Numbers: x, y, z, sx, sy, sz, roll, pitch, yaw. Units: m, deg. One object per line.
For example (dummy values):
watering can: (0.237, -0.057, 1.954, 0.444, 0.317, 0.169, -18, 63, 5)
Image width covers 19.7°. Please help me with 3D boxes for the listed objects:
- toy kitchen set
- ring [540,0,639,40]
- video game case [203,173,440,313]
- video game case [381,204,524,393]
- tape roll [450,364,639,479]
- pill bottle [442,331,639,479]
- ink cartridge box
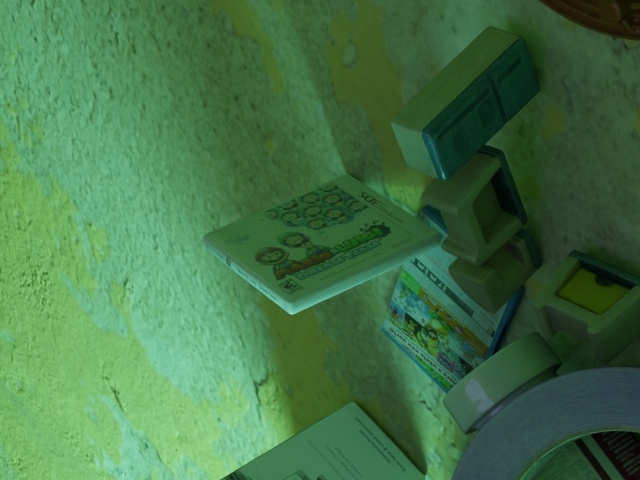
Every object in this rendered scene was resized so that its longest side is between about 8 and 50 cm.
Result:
toy kitchen set: (0.179, -0.034, 1.435, 0.166, 0.122, 0.207, 26, 151, 41)
ring: (0.191, -0.297, 1.283, 0.336, 0.032, 0.337, 30, 134, 37)
video game case: (0.000, 0.000, 1.603, 0.143, 0.157, 0.019, 35, 141, 48)
video game case: (0.115, 0.061, 1.640, 0.119, 0.015, 0.166, 44, 141, 25)
tape roll: (0.231, 0.232, 1.393, 0.274, 0.090, 0.275, -1, 87, 17)
pill bottle: (0.205, 0.191, 1.514, 0.221, 0.121, 0.121, 54, 145, 14)
ink cartridge box: (-0.056, 0.311, 1.792, 0.117, 0.283, 0.207, 45, 142, 24)
